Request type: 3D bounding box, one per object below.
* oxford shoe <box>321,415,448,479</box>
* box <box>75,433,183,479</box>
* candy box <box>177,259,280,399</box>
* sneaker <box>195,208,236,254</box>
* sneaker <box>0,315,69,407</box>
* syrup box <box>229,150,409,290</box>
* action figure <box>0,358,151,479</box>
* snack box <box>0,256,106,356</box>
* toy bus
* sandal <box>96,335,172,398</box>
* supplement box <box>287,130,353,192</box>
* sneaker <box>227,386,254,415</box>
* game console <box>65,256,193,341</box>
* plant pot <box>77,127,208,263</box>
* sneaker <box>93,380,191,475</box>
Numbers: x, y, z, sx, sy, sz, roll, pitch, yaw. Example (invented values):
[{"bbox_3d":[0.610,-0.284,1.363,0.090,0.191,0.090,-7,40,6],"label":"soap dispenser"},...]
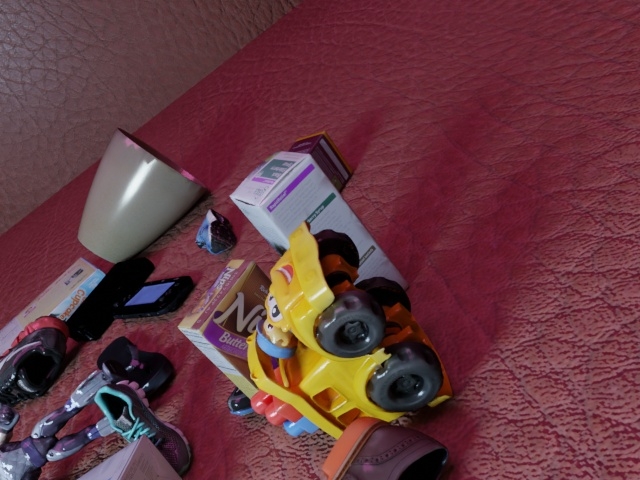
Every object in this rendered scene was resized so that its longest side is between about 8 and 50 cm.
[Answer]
[{"bbox_3d":[0.024,0.270,0.535,0.098,0.097,0.271,-2,43,40],"label":"oxford shoe"},{"bbox_3d":[-0.313,0.371,0.738,0.290,0.087,0.169,-34,10,7],"label":"box"},{"bbox_3d":[-0.070,0.124,0.768,0.053,0.186,0.109,-1,44,49],"label":"candy box"},{"bbox_3d":[-0.220,-0.003,1.306,0.073,0.063,0.162,-52,21,11],"label":"sneaker"},{"bbox_3d":[-0.615,0.280,1.273,0.276,0.097,0.135,-45,37,0],"label":"sneaker"},{"bbox_3d":[0.002,0.001,0.819,0.096,0.237,0.093,-46,27,-15],"label":"syrup box"},{"bbox_3d":[-0.398,0.294,0.930,0.285,0.185,0.099,-36,2,-7],"label":"action figure"},{"bbox_3d":[-0.653,0.182,1.512,0.322,0.060,0.187,-47,29,-17],"label":"snack box"},{"bbox_3d":[-0.004,0.120,0.676,0.211,0.220,0.149,-38,31,14],"label":"toy bus"},{"bbox_3d":[-0.336,0.215,1.089,0.255,0.054,0.097,4,48,53],"label":"sandal"},{"bbox_3d":[-0.032,-0.098,1.158,0.081,0.104,0.188,-9,39,44],"label":"supplement box"},{"bbox_3d":[-0.075,0.150,0.853,0.067,0.078,0.188,-8,40,45],"label":"sneaker"},{"bbox_3d":[-0.389,0.113,1.324,0.361,0.044,0.213,-9,38,42],"label":"game console"},{"bbox_3d":[-0.458,-0.089,1.537,0.274,0.256,0.256,-54,28,2],"label":"plant pot"},{"bbox_3d":[-0.242,0.250,0.838,0.166,0.076,0.065,37,84,23],"label":"sneaker"}]
